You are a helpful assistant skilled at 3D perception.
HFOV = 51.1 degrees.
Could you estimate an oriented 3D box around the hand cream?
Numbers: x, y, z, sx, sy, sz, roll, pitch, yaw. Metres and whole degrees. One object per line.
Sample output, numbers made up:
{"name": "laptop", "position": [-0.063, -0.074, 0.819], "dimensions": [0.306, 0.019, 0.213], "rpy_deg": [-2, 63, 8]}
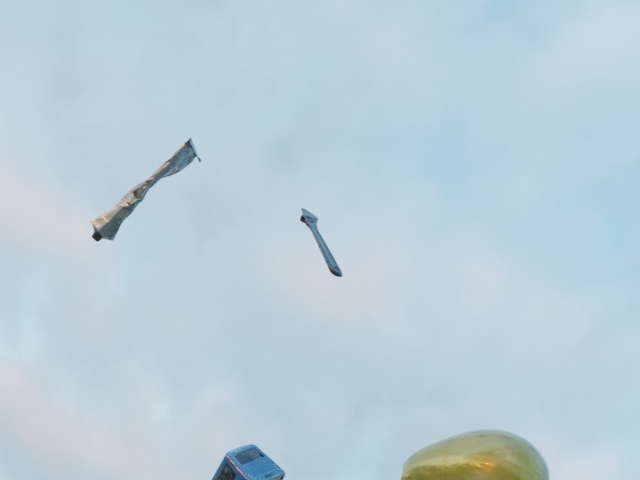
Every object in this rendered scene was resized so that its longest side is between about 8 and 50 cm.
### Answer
{"name": "hand cream", "position": [-0.316, -0.085, 1.219], "dimensions": [0.052, 0.248, 0.075], "rpy_deg": [50, -11, -10]}

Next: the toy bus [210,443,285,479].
{"name": "toy bus", "position": [-0.185, 0.563, 1.421], "dimensions": [0.134, 0.113, 0.246], "rpy_deg": [38, -70, 29]}

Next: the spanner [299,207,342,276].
{"name": "spanner", "position": [0.000, 0.000, 1.214], "dimensions": [0.046, 0.208, 0.012], "rpy_deg": [22, -66, -34]}

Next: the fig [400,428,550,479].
{"name": "fig", "position": [0.327, 0.530, 1.438], "dimensions": [0.326, 0.258, 0.258], "rpy_deg": [-2, -58, 27]}
